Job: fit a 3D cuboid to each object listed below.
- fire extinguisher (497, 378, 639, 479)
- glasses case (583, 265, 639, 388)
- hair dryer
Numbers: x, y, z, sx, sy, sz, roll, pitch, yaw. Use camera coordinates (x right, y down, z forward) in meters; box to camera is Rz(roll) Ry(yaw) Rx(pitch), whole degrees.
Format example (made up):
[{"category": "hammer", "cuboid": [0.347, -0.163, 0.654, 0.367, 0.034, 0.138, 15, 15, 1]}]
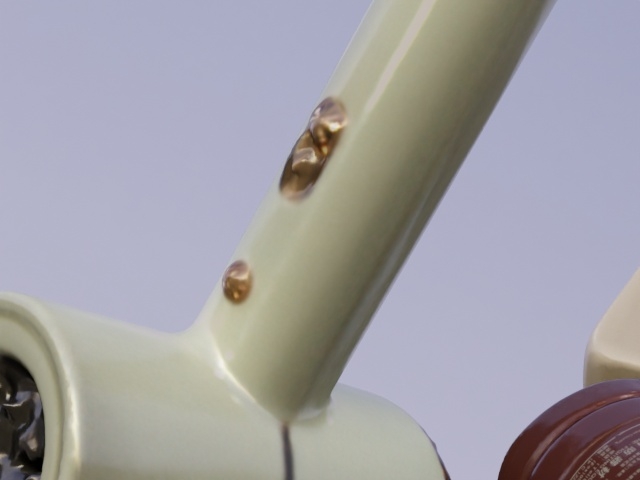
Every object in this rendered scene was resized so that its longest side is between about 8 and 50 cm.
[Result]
[{"category": "fire extinguisher", "cuboid": [0.137, 0.126, 0.527, 0.104, 0.105, 0.269, 36, 1, -21]}, {"category": "glasses case", "cuboid": [0.293, 0.080, 0.797, 0.336, 0.144, 0.076, 15, -52, 29]}, {"category": "hair dryer", "cuboid": [0.000, 0.000, 0.668, 0.203, 0.362, 0.128, 19, 14, -42]}]
